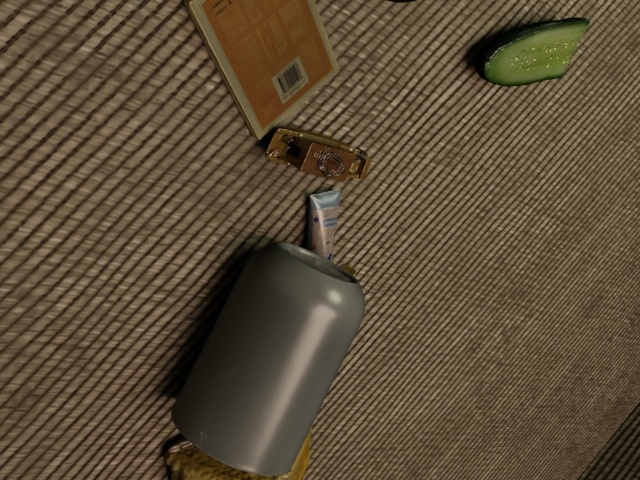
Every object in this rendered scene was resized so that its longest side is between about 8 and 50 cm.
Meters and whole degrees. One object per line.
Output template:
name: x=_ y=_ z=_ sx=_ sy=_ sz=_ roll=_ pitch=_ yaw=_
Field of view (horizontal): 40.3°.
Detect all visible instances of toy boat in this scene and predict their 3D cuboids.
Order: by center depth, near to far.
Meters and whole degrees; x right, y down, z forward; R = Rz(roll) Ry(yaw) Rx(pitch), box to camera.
toy boat: x=0.003 y=-0.124 z=1.290 sx=0.200 sy=0.077 sz=0.057 roll=9 pitch=108 yaw=-47

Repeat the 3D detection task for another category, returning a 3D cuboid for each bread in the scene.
bread: x=-0.124 y=0.408 z=1.464 sx=0.262 sy=0.162 sz=0.204 roll=-14 pitch=137 yaw=-21

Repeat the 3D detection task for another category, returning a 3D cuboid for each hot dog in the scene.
hot dog: x=0.021 y=0.073 z=1.476 sx=0.090 sy=0.030 sz=0.034 roll=-26 pitch=136 yaw=-31

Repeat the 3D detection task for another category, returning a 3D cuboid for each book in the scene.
book: x=-0.070 y=-0.271 z=1.168 sx=0.170 sy=0.018 sz=0.241 roll=-43 pitch=139 yaw=-16

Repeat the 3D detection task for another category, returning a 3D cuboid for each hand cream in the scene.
hand cream: x=0.000 y=0.000 z=1.399 sx=0.065 sy=0.043 sz=0.170 roll=-16 pitch=121 yaw=-38

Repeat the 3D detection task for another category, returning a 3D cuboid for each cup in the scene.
cup: x=-0.069 y=0.172 z=1.319 sx=0.205 sy=0.205 sz=0.312 roll=18 pitch=102 yaw=-49

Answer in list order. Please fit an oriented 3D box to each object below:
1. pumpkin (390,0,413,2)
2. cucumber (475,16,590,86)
pumpkin: x=0.107 y=-0.459 z=1.167 sx=0.139 sy=0.190 sz=0.280 roll=26 pitch=53 yaw=-49
cucumber: x=0.351 y=-0.329 z=1.503 sx=0.244 sy=0.063 sz=0.115 roll=-17 pitch=135 yaw=-37
